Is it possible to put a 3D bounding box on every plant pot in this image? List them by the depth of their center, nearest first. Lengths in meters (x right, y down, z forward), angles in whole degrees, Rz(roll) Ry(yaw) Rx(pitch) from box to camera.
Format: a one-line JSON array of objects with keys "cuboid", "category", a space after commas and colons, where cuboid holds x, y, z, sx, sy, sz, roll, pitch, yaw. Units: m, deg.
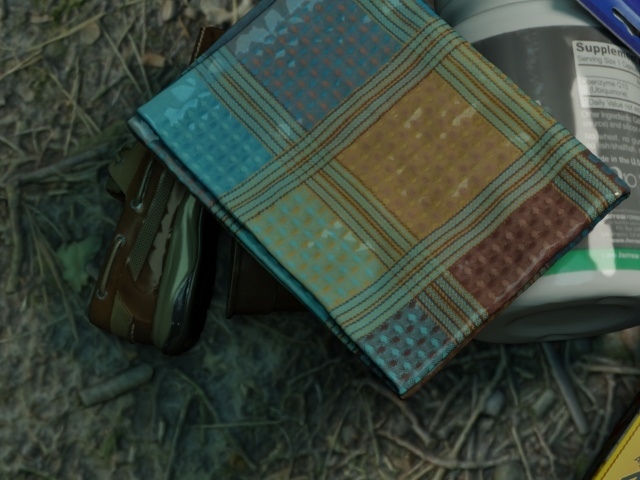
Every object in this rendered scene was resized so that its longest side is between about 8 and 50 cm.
[{"cuboid": [0.000, 0.000, 1.322, 0.165, 0.167, 0.167, 7, 74, -5], "category": "plant pot"}]

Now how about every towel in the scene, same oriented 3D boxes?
[{"cuboid": [0.041, -0.077, 1.210, 0.271, 0.040, 0.370, -42, 66, -7], "category": "towel"}]

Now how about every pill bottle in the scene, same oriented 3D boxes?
[{"cuboid": [0.207, -0.098, 1.314, 0.204, 0.204, 0.361, -5, 74, 0], "category": "pill bottle"}]

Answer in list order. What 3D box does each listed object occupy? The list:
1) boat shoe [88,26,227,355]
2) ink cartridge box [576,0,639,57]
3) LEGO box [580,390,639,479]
[{"cuboid": [-0.149, -0.055, 1.356, 0.119, 0.122, 0.324, 10, 74, 7], "category": "boat shoe"}, {"cuboid": [0.324, -0.303, 1.339, 0.165, 0.065, 0.333, 36, 46, -24], "category": "ink cartridge box"}, {"cuboid": [0.418, 0.365, 1.182, 0.500, 0.193, 0.372, 35, 78, 10], "category": "LEGO box"}]
